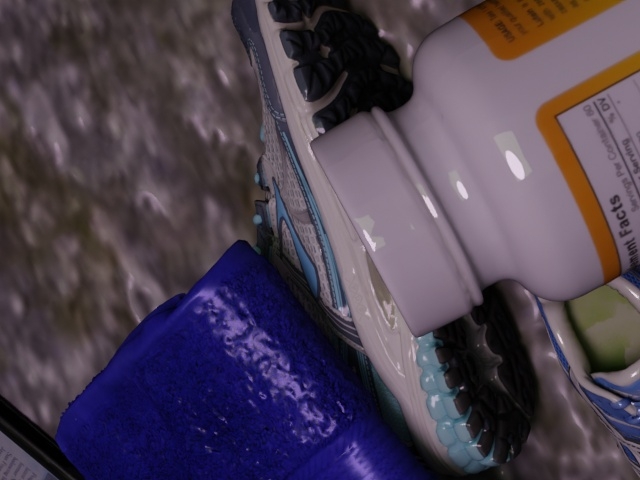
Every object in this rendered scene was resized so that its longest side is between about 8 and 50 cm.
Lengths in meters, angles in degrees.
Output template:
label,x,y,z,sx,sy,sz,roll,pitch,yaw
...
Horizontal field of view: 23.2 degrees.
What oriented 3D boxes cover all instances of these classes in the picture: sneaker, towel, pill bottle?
label,x,y,z,sx,sy,sz,roll,pitch,yaw
sneaker,0.168,0.083,0.772,0.080,0.081,0.211,-41,84,21
towel,-0.008,0.172,0.816,0.308,0.076,0.227,50,142,6
sneaker,0.000,0.000,0.817,0.122,0.110,0.283,-22,88,30
pill bottle,0.126,-0.058,0.693,0.245,0.136,0.136,-28,87,1

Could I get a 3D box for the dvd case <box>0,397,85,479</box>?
label,x,y,z,sx,sy,sz,roll,pitch,yaw
dvd case,-0.240,0.173,0.990,0.253,0.022,0.180,37,110,14
